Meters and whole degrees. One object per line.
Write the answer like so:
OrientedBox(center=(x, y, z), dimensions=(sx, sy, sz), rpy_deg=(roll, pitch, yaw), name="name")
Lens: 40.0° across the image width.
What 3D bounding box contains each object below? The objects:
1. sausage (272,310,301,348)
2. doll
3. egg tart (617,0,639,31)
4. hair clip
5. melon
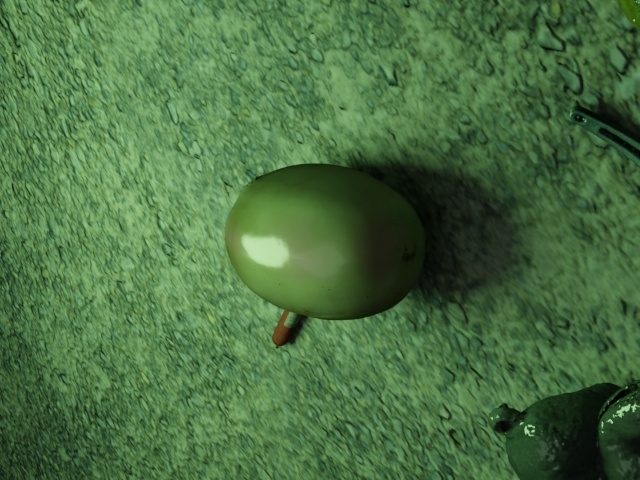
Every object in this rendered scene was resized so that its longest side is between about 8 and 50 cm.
OrientedBox(center=(-0.036, 0.098, 1.475), dimensions=(0.034, 0.034, 0.253), rpy_deg=(43, 130, 21), name="sausage")
OrientedBox(center=(0.400, 0.253, 1.090), dimensions=(0.340, 0.158, 0.246), rpy_deg=(-10, 132, 30), name="doll")
OrientedBox(center=(0.387, -0.284, 0.908), dimensions=(0.197, 0.078, 0.197), rpy_deg=(20, 121, 38), name="egg tart")
OrientedBox(center=(0.381, -0.085, 1.016), dimensions=(0.229, 0.070, 0.039), rpy_deg=(46, 135, 29), name="hair clip")
OrientedBox(center=(0.000, 0.000, 1.270), dimensions=(0.317, 0.223, 0.223), rpy_deg=(11, 114, 42), name="melon")
